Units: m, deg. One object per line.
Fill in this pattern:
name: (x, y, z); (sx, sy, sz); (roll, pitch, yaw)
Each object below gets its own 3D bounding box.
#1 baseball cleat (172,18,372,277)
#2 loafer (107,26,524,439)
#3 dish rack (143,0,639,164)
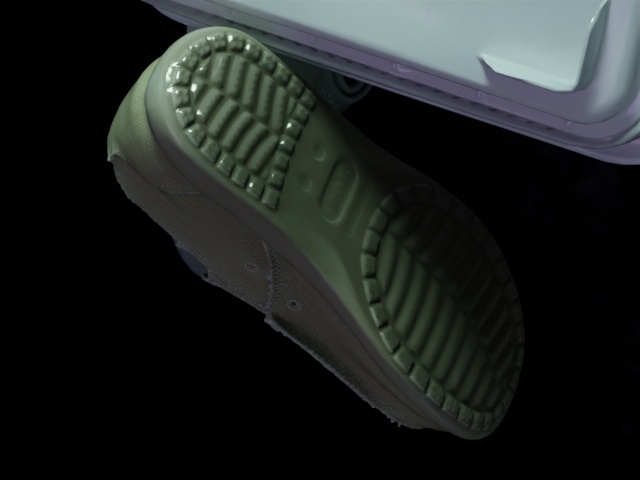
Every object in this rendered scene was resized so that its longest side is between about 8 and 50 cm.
baseball cleat: (-0.028, -0.060, 1.022); (0.109, 0.072, 0.206); (21, 126, 30)
loafer: (0.000, 0.000, 0.976); (0.092, 0.102, 0.268); (-8, 133, 50)
dish rack: (0.035, -0.195, 0.864); (0.332, 0.072, 0.286); (21, 114, 25)
